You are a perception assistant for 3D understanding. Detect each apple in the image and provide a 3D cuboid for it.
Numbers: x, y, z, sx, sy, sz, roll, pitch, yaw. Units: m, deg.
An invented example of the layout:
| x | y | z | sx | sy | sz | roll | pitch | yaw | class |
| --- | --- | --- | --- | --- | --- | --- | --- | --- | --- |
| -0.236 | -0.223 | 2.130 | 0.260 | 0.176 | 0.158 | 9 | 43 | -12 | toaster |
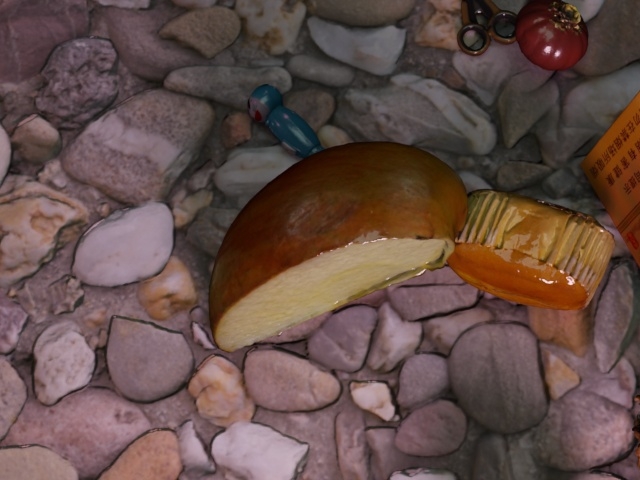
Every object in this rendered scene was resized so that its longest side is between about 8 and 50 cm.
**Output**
| x | y | z | sx | sy | sz | roll | pitch | yaw | class |
| --- | --- | --- | --- | --- | --- | --- | --- | --- | --- |
| 0.000 | 0.000 | 1.772 | 0.346 | 0.254 | 0.179 | -24 | 103 | 21 | apple |

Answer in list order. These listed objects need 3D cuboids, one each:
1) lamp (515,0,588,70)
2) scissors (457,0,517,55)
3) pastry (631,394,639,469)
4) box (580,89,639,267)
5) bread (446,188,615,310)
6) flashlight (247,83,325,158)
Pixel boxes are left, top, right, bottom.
| x | y | z | sx | sy | sz | roll | pitch | yaw | class |
| --- | --- | --- | --- | --- | --- | --- | --- | --- | --- |
| 0.294 | -0.263 | 1.922 | 0.101 | 0.090 | 0.101 | 16 | 51 | -21 | lamp |
| 0.192 | -0.344 | 2.000 | 0.088 | 0.017 | 0.220 | -21 | 69 | 0 | scissors |
| 0.432 | 0.218 | 1.660 | 0.275 | 0.275 | 0.193 | -50 | 37 | -14 | pastry |
| 0.432 | -0.032 | 1.771 | 0.076 | 0.174 | 0.274 | -15 | 67 | -26 | box |
| 0.242 | 0.018 | 1.794 | 0.190 | 0.132 | 0.114 | 21 | 71 | 16 | bread |
| -0.041 | -0.148 | 1.926 | 0.129 | 0.051 | 0.051 | 43 | 78 | 14 | flashlight |
